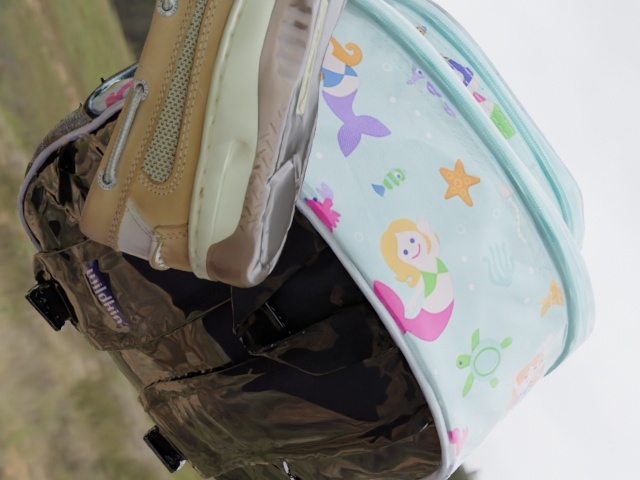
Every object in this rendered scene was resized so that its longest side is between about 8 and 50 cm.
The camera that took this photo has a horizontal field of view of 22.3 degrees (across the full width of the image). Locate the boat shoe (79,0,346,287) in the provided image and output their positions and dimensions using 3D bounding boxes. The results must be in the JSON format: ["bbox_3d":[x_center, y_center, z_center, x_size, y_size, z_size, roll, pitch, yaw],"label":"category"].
[{"bbox_3d":[-0.030,-0.085,0.487,0.068,0.072,0.190,52,52,-76],"label":"boat shoe"}]

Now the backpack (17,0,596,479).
[{"bbox_3d":[0.000,0.000,0.709,0.225,0.191,0.253,53,-21,-5],"label":"backpack"}]
